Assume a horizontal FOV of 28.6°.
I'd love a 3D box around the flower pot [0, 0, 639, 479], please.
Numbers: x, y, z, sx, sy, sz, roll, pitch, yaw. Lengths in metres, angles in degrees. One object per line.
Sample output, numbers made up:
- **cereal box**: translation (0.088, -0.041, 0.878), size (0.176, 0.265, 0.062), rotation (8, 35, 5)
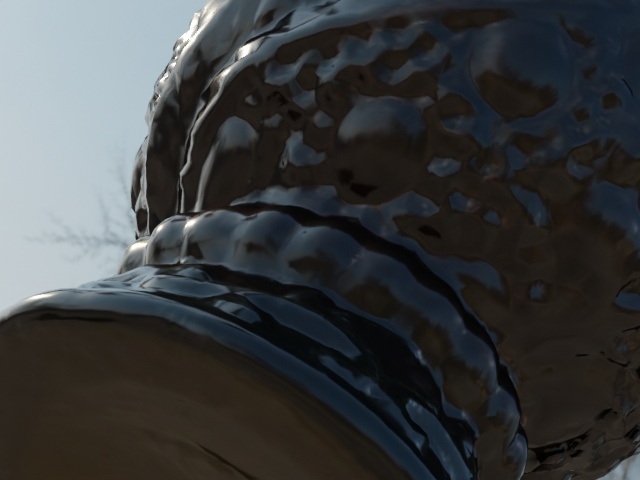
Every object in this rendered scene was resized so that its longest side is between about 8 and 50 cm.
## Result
- **flower pot**: translation (0.018, 0.026, 0.483), size (0.266, 0.267, 0.266), rotation (16, -51, 20)
